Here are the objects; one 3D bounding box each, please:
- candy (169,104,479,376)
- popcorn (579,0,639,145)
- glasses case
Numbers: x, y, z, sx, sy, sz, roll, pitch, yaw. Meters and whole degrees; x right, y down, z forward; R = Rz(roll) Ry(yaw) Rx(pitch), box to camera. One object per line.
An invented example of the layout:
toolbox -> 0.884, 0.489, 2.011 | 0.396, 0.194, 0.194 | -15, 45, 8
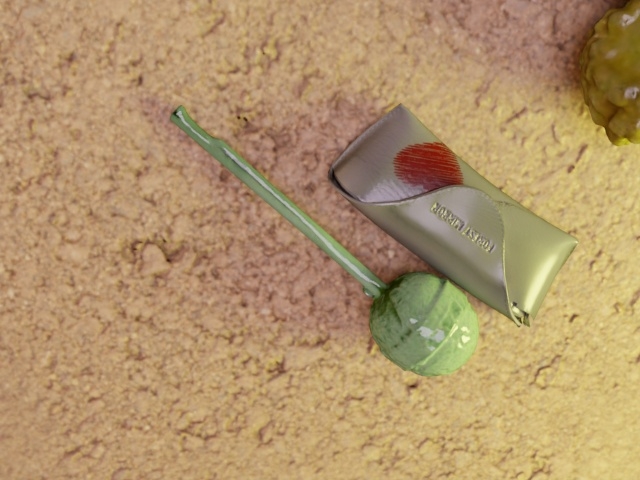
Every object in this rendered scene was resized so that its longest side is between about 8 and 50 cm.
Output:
candy -> 0.000, 0.000, 0.926 | 0.440, 0.119, 0.119 | 39, 98, -4
popcorn -> 0.388, -0.187, 0.860 | 0.218, 0.169, 0.189 | 5, 105, -12
glasses case -> 0.162, -0.024, 0.927 | 0.308, 0.083, 0.128 | 35, 99, -11
